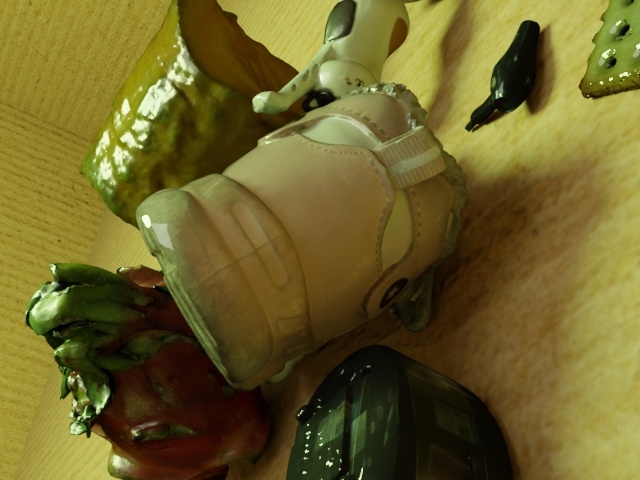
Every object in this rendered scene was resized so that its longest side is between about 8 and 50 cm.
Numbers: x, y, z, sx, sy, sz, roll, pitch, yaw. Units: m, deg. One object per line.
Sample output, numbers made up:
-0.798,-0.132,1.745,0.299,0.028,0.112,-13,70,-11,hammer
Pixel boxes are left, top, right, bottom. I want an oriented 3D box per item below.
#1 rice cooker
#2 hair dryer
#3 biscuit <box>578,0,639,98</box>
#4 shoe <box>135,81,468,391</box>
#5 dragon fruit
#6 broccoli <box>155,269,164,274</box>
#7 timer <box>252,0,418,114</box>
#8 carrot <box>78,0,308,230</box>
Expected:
0.038,0.134,0.411,0.112,0.106,0.165,-50,15,29,rice cooker
0.130,-0.113,0.563,0.079,0.031,0.083,-66,10,-30,hair dryer
0.218,-0.178,0.421,0.203,0.016,0.144,-69,20,-3,biscuit
0.001,0.003,0.586,0.198,0.172,0.351,-29,3,-1,shoe
-0.160,0.128,0.689,0.198,0.269,0.200,25,95,40,dragon fruit
-0.192,0.114,1.037,0.204,0.122,0.118,52,133,51,broccoli
0.040,-0.209,0.688,0.175,0.175,0.266,-21,53,63,timer
-0.146,-0.107,0.924,0.341,0.241,0.242,-53,24,29,carrot
